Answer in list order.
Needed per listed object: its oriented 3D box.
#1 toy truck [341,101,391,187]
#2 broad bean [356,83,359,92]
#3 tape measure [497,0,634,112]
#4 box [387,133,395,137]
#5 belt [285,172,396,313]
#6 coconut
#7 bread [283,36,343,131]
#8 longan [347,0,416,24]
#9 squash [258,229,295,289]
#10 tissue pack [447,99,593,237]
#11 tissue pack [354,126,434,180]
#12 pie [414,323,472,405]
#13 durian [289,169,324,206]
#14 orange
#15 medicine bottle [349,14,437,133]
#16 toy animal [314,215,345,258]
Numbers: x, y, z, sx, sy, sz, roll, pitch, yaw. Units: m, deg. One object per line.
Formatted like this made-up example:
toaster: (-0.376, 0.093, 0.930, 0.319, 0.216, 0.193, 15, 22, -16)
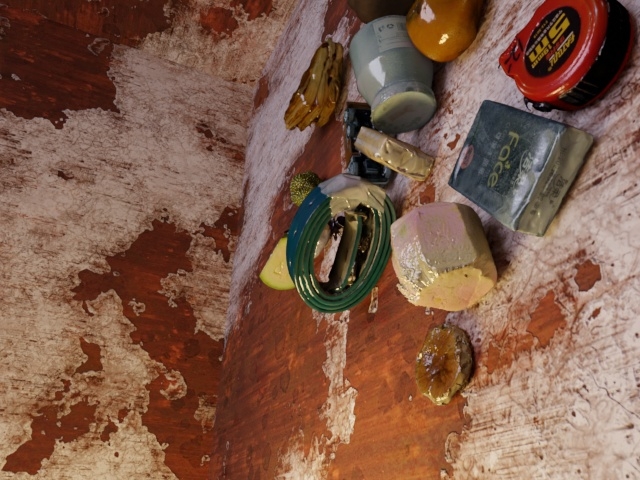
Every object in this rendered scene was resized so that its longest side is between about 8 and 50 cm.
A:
toy truck: (0.143, -0.305, 1.931, 0.162, 0.136, 0.305, 120, 149, -66)
broad bean: (0.179, -0.642, 2.196, 0.114, 0.085, 0.165, -76, -4, -81)
tape measure: (0.502, -0.385, 1.165, 0.253, 0.114, 0.260, -56, 32, 41)
box: (0.211, -0.415, 2.027, 0.245, 0.035, 0.139, -138, 62, -65)
belt: (0.058, 0.008, 1.774, 0.173, 0.300, 0.436, -139, 65, -67)
coconut: (0.273, 0.025, 1.328, 0.233, 0.233, 0.245, -57, 32, 40)
bread: (-0.006, -0.674, 2.543, 0.369, 0.192, 0.314, -70, 13, -19)
longan: (0.223, -0.899, 1.982, 0.297, 0.297, 0.297, -166, 90, -69)
squash: (-0.175, 0.060, 2.469, 0.233, 0.210, 0.309, -61, 28, 6)
tissue pack: (0.420, -0.168, 1.244, 0.315, 0.103, 0.227, -122, 48, -63)
tissue pack: (0.217, -0.263, 1.709, 0.090, 0.186, 0.222, -65, 21, 10)
pie: (0.292, 0.296, 1.353, 0.195, 0.046, 0.195, 14, 90, 68)
durian: (-0.063, -0.207, 2.434, 0.198, 0.146, 0.159, -96, 26, -49)
orange: (0.351, -0.644, 1.612, 0.249, 0.183, 0.248, -167, 90, -70)
medicine bottle: (0.228, -0.499, 1.752, 0.245, 0.245, 0.289, -46, 45, 53)
toy animal: (-0.008, -0.007, 2.243, 0.324, 0.091, 0.195, -55, 29, 39)
